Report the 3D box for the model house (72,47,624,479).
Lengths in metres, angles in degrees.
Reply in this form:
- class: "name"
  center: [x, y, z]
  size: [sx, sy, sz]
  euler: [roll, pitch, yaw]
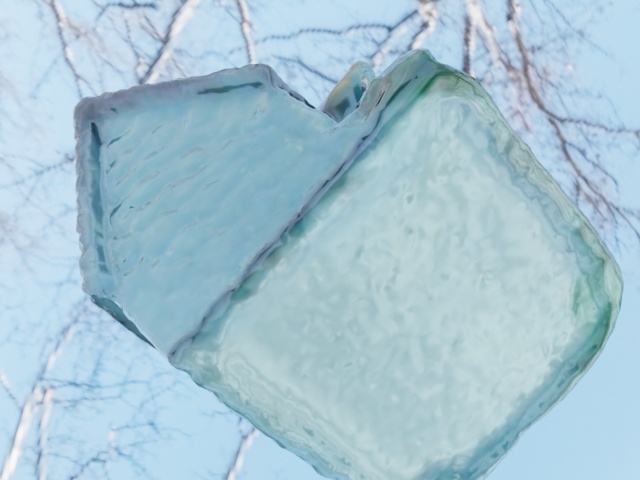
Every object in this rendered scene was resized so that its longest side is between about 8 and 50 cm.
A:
- class: "model house"
  center: [0.000, 0.000, 0.801]
  size: [0.230, 0.280, 0.249]
  euler: [-47, -139, -2]
